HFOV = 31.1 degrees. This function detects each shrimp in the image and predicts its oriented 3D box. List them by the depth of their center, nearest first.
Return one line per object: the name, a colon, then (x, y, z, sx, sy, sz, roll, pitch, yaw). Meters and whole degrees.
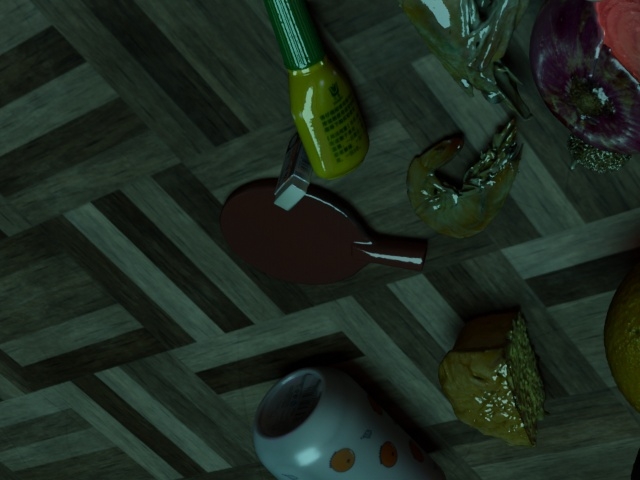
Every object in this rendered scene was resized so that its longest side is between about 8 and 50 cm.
shrimp: (0.181, -0.268, 1.296, 0.168, 0.077, 0.317, -18, 124, 31)
shrimp: (0.189, -0.087, 1.519, 0.133, 0.053, 0.236, 39, 143, 7)

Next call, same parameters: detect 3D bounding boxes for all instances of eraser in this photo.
eraser: (-0.028, -0.099, 1.515, 0.029, 0.122, 0.052, 28, 139, -16)

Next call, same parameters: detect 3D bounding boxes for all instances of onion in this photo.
onion: (0.322, -0.189, 1.257, 0.207, 0.200, 0.200, 23, 140, -19)

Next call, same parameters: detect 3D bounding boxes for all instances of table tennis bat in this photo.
table tennis bat: (0.000, 0.000, 1.676, 0.310, 0.038, 0.200, 10, 138, 11)

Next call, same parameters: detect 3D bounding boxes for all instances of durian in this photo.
durian: (0.338, -0.115, 1.397, 0.080, 0.080, 0.091, 37, 107, -20)

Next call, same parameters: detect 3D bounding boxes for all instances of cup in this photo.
cup: (0.043, 0.365, 1.928, 0.212, 0.212, 0.317, -18, 126, 34)

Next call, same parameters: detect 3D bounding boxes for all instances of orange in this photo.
orange: (0.500, 0.124, 1.462, 0.274, 0.274, 0.274, 10, 138, 9)

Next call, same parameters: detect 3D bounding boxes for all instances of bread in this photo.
bread: (0.261, 0.210, 1.747, 0.139, 0.143, 0.229, 4, 135, 32)

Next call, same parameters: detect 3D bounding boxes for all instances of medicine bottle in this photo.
medicine bottle: (-0.008, -0.200, 1.429, 0.064, 0.095, 0.260, 18, 139, 45)

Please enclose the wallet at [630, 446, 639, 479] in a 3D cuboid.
wallet: (0.604, 0.234, 1.539, 0.062, 0.228, 0.406, 42, 140, -18)
